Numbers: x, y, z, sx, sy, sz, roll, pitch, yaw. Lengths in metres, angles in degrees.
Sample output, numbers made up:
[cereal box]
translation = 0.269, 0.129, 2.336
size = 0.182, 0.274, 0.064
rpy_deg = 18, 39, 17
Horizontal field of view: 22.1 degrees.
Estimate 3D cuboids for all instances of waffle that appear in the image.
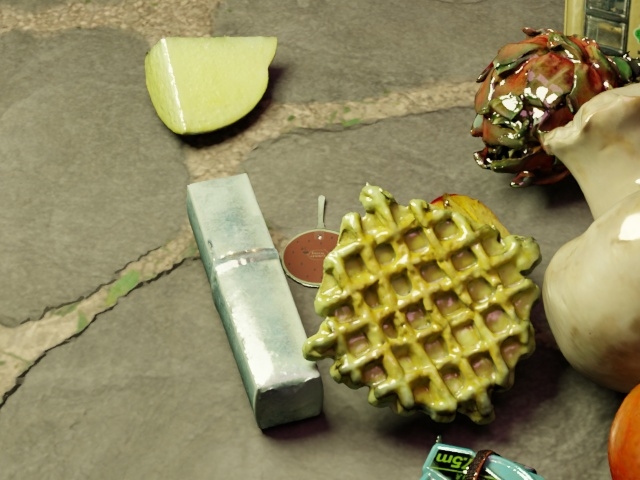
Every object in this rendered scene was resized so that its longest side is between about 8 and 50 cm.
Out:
[waffle]
translation = 0.102, 0.070, 1.575
size = 0.223, 0.054, 0.204
rpy_deg = 19, 78, -7

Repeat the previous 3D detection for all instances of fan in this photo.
[fan]
translation = 0.000, 0.000, 1.763
size = 0.085, 0.005, 0.133
rpy_deg = -1, 48, 1

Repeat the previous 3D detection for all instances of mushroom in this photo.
[mushroom]
translation = 0.332, -0.008, 1.552
size = 0.297, 0.297, 0.290
rpy_deg = -19, 75, -16

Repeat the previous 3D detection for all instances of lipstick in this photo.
[lipstick]
translation = -0.069, 0.059, 1.660
size = 0.076, 0.077, 0.290
rpy_deg = -10, 48, -11

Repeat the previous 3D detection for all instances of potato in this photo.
[potato]
translation = -0.121, -0.170, 1.901
size = 0.149, 0.081, 0.120
rpy_deg = -5, 75, -25

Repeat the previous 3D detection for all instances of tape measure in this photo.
[tape measure]
translation = 0.143, 0.251, 1.472
size = 0.125, 0.081, 0.146
rpy_deg = 13, 49, 18

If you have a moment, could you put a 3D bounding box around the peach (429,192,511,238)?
[peach]
translation = 0.134, 0.035, 1.657
size = 0.151, 0.118, 0.151
rpy_deg = 19, 44, -19

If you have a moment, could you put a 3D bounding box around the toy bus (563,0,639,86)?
[toy bus]
translation = 0.371, -0.327, 1.819
size = 0.201, 0.365, 0.177
rpy_deg = 15, 47, 18

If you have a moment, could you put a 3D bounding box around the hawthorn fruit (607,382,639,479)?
[hawthorn fruit]
translation = 0.337, 0.232, 1.423
size = 0.196, 0.196, 0.226
rpy_deg = 16, 86, 15

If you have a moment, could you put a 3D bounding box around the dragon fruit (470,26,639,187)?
[dragon fruit]
translation = 0.251, -0.146, 1.786
size = 0.188, 0.182, 0.182
rpy_deg = 12, 29, -48
